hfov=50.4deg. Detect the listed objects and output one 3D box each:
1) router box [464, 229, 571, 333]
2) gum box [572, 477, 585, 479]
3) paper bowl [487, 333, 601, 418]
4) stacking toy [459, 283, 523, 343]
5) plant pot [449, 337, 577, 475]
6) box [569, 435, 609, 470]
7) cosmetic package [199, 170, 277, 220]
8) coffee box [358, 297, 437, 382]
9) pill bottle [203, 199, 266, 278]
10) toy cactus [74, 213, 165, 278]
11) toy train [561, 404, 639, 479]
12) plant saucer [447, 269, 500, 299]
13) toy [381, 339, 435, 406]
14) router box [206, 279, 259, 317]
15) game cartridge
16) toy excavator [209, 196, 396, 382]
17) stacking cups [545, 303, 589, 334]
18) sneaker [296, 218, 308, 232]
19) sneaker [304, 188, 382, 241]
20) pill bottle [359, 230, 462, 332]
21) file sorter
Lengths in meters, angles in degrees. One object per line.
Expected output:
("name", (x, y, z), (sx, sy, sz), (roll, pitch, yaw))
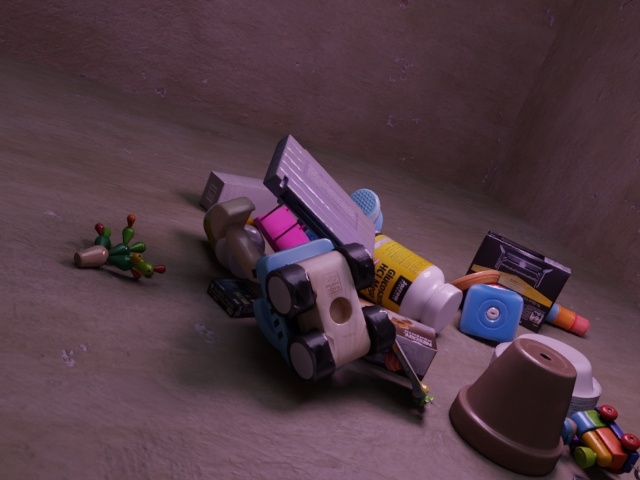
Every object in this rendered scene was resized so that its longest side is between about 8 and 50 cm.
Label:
("router box", (0.666, 0.141, 2.352), (0.309, 0.243, 0.081), (27, 19, 12))
("gum box", (0.618, 0.576, 1.387), (0.157, 0.041, 0.184), (17, 18, -17))
("paper bowl", (0.591, 0.349, 1.783), (0.284, 0.148, 0.284), (16, 15, -4))
("stacking toy", (0.528, 0.213, 2.186), (0.175, 0.165, 0.302), (14, 3, 4))
("plant pot", (0.459, 0.354, 1.530), (0.263, 0.229, 0.263), (21, 18, -7))
("box", (0.668, 0.499, 1.684), (0.116, 0.029, 0.162), (24, 17, 6))
("cosmetic package", (-0.261, -0.142, 2.249), (0.238, 0.127, 0.107), (7, 24, -44))
("coffee box", (0.158, 0.240, 1.699), (0.247, 0.098, 0.141), (23, 18, 1))
("pill bottle", (-0.230, -0.001, 1.858), (0.136, 0.136, 0.245), (12, 23, -29))
("toy cactus", (-0.480, 0.023, 1.587), (0.180, 0.112, 0.219), (-14, 48, -46))
("toy train", (0.643, 0.490, 1.532), (0.143, 0.105, 0.248), (-1, 34, -16))
("plant saucer", (0.504, 0.155, 2.261), (0.200, 0.200, 0.037), (5, 60, -42))
("toy", (0.173, 0.273, 1.548), (0.237, 0.056, 0.137), (56, 0, 3))
("router box", (-0.205, 0.140, 1.653), (0.092, 0.038, 0.122), (2, 27, -46))
("game cartridge", (0.007, -0.084, 1.703), (0.355, 0.068, 0.230), (46, 23, -21))
("toy excavator", (-0.091, 0.094, 1.558), (0.222, 0.432, 0.445), (-19, 4, -34))
("stacking cups", (0.823, 0.249, 2.464), (0.316, 0.096, 0.096), (22, 18, -2))
("sneaker", (0.069, -0.009, 2.222), (0.350, 0.148, 0.131), (30, 19, 20))
("sneaker", (0.070, -0.007, 2.098), (0.127, 0.319, 0.208), (53, 4, 22))
("pill bottle", (0.236, 0.122, 1.984), (0.334, 0.188, 0.188), (33, 21, 29))
("file sorter", (0.000, 0.000, 1.871), (0.290, 0.182, 0.202), (56, 23, 2))
